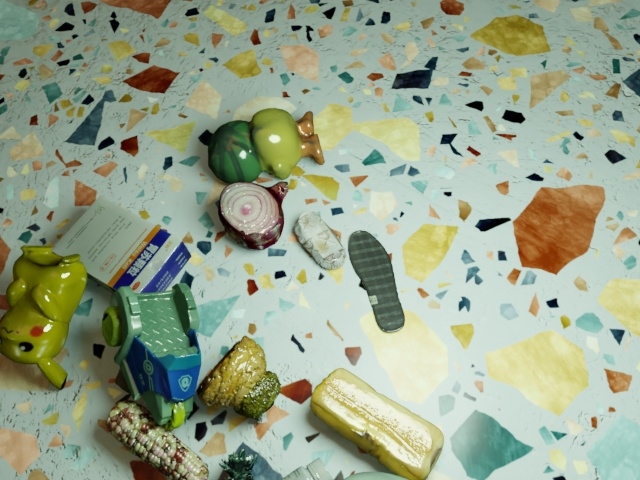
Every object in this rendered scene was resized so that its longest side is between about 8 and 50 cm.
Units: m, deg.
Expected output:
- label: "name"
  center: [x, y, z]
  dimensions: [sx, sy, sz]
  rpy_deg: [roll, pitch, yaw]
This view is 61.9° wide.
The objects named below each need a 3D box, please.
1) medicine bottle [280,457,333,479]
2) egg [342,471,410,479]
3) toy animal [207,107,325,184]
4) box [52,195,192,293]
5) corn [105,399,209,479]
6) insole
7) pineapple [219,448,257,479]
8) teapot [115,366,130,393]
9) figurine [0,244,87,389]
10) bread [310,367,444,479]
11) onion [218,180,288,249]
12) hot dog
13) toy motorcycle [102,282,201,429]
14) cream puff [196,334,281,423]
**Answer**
- label: "medicine bottle"
  center: [-0.039, 0.533, 1.147]
  dimensions: [0.130, 0.080, 0.080]
  rpy_deg: [-30, 64, -14]
- label: "egg"
  center: [0.145, 0.566, 1.062]
  dimensions: [0.264, 0.183, 0.183]
  rpy_deg: [24, 64, 22]
- label: "toy animal"
  center: [-0.167, -0.283, 1.549]
  dimensions: [0.338, 0.191, 0.216]
  rpy_deg: [-14, 61, -5]
- label: "box"
  center: [-0.532, 0.034, 1.436]
  dimensions: [0.299, 0.106, 0.200]
  rpy_deg: [26, 67, 18]
- label: "corn"
  center: [-0.364, 0.459, 1.198]
  dimensions: [0.281, 0.092, 0.092]
  rpy_deg: [29, 66, 16]
- label: "insole"
  center: [0.148, 0.102, 1.421]
  dimensions: [0.110, 0.012, 0.309]
  rpy_deg: [-11, 60, -5]
- label: "pineapple"
  center: [-0.164, 0.560, 1.125]
  dimensions: [0.083, 0.103, 0.221]
  rpy_deg: [-10, 62, -2]
- label: "teapot"
  center: [-0.441, 0.313, 1.293]
  dimensions: [0.080, 0.085, 0.110]
  rpy_deg: [29, 49, 16]
- label: "figurine"
  center: [-0.690, 0.176, 1.303]
  dimensions: [0.218, 0.169, 0.326]
  rpy_deg: [14, 81, 18]
- label: "bread"
  center: [0.123, 0.413, 1.200]
  dimensions: [0.305, 0.091, 0.142]
  rpy_deg: [30, 47, 18]
- label: "onion"
  center: [-0.167, -0.083, 1.468]
  dimensions: [0.195, 0.140, 0.218]
  rpy_deg: [38, 68, 17]
- label: "hot dog"
  center: [0.000, 0.000, 1.463]
  dimensions: [0.099, 0.053, 0.192]
  rpy_deg: [-33, 67, -14]
- label: "toy motorcycle"
  center: [-0.355, 0.251, 1.222]
  dimensions: [0.191, 0.200, 0.326]
  rpy_deg: [-1, 52, -42]
- label: "cream puff"
  center: [-0.173, 0.338, 1.235]
  dimensions: [0.169, 0.183, 0.183]
  rpy_deg: [41, 68, -3]
